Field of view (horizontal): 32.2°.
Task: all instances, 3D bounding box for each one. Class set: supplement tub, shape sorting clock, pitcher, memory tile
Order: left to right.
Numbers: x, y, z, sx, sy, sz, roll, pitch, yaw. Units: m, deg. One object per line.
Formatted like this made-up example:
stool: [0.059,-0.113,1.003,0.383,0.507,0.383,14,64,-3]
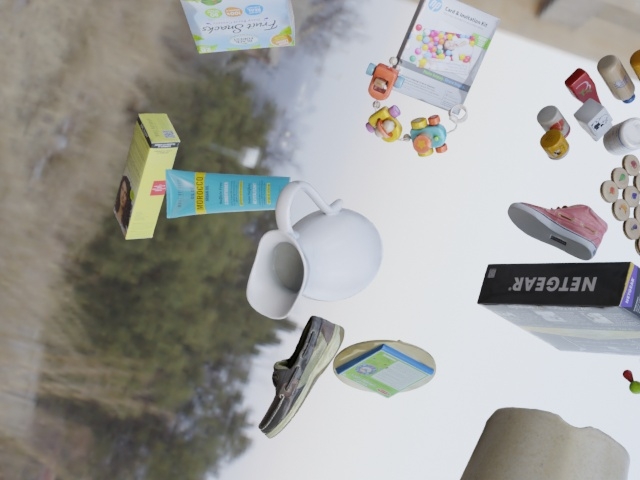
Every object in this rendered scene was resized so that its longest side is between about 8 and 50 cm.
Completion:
pitcher: [0.000,0.000,1.470,0.207,0.125,0.177,-15,119,-54]
shape sorting clock: [0.127,0.251,2.205,0.206,0.206,0.040,113,-18,-49]
supplement tub: [0.663,-0.225,2.401,0.107,0.071,0.071,148,-40,-83]
memory tile: [0.513,-0.056,1.792,0.113,0.148,0.012,-43,-165,-31]

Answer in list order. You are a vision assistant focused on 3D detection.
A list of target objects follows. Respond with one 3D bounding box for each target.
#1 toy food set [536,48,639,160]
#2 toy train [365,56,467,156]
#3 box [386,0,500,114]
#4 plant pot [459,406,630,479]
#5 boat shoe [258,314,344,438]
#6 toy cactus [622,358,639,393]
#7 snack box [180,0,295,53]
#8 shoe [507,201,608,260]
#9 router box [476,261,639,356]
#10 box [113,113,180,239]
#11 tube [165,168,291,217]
toy food set: [0.460,-0.215,1.841,0.232,0.104,0.111,-46,-139,1]
toy train: [0.129,-0.190,1.651,0.125,0.166,0.046,-63,178,33]
box: [0.216,-0.334,1.966,0.038,0.145,0.186,-118,-131,-70]
plant pot: [0.313,0.427,1.648,0.334,0.334,0.305,118,-7,-68]
boat shoe: [-0.046,0.222,1.841,0.223,0.073,0.080,-56,-169,6]
toy cactus: [0.758,0.309,2.315,0.112,0.219,0.180,75,6,-47]
snack box: [-0.139,-0.403,1.855,0.207,0.175,0.070,74,12,-65]
shoe: [0.437,-0.037,2.036,0.081,0.178,0.063,-53,164,-28]
router box: [0.460,0.118,1.871,0.309,0.243,0.081,-2,-116,52]
box: [-0.318,-0.114,2.010,0.087,0.058,0.232,59,-41,39]
tube: [-0.150,-0.078,1.814,0.052,0.207,0.080,2,87,-87]
